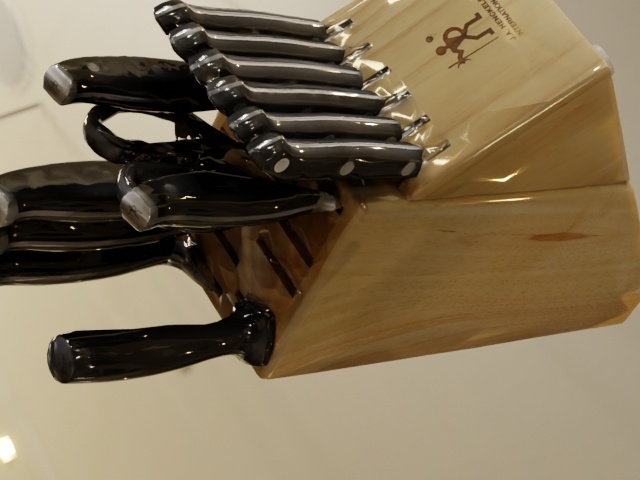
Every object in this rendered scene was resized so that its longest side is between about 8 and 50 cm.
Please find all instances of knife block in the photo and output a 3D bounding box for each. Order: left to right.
[{"bbox_3d":[0.000,0.000,0.687,0.088,0.242,0.276,56,-2,30],"label":"knife block"}]
